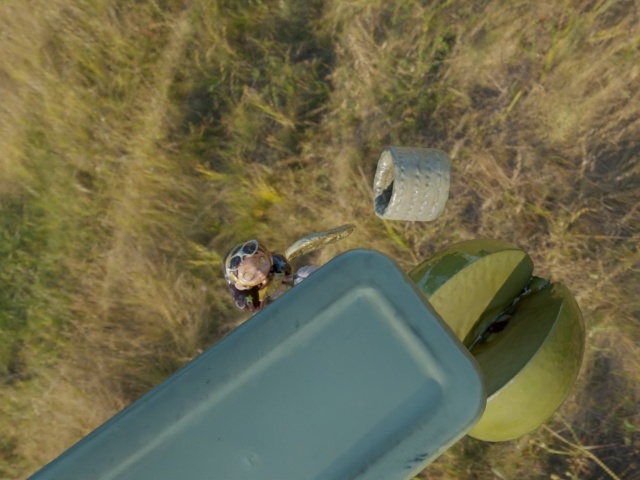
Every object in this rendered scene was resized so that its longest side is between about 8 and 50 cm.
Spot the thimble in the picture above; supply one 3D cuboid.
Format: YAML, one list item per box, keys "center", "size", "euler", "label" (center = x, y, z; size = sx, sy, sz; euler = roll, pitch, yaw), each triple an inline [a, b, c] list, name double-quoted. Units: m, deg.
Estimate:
- center: [0.131, -0.080, 1.019]
  size: [0.115, 0.090, 0.102]
  euler: [133, 137, -73]
  label: "thimble"

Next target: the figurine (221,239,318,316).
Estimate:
- center: [-0.091, 0.099, 1.419]
  size: [0.174, 0.240, 0.116]
  euler: [-47, 0, -10]
  label: "figurine"

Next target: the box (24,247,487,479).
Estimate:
- center: [-0.049, 0.191, 0.629]
  size: [0.352, 0.344, 0.177]
  euler: [-35, 78, -10]
  label: "box"

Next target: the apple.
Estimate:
- center: [0.238, 0.140, 1.050]
  size: [0.254, 0.292, 0.292]
  euler: [-46, 39, -3]
  label: "apple"

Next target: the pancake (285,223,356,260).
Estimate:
- center: [0.000, 0.000, 1.266]
  size: [0.139, 0.139, 0.022]
  euler: [-29, 80, 43]
  label: "pancake"
